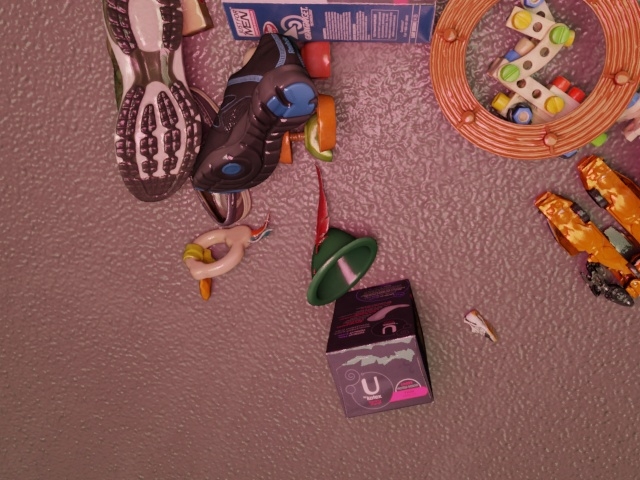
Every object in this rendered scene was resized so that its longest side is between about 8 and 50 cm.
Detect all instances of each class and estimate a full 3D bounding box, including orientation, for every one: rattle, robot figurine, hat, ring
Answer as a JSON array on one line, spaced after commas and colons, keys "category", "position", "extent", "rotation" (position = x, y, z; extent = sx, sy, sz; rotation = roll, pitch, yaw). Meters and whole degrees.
[{"category": "rattle", "position": [-0.172, 0.040, 1.238], "extent": [0.200, 0.130, 0.142], "rotation": [-28, 116, -14]}, {"category": "robot figurine", "position": [0.563, -0.014, 1.134], "extent": [0.211, 0.085, 0.291], "rotation": [-43, 98, 16]}, {"category": "hat", "position": [0.000, 0.000, 1.215], "extent": [0.208, 0.173, 0.183], "rotation": [-46, 63, 2]}, {"category": "ring", "position": [0.348, -0.299, 0.965], "extent": [0.337, 0.032, 0.336], "rotation": [3, 102, 15]}]

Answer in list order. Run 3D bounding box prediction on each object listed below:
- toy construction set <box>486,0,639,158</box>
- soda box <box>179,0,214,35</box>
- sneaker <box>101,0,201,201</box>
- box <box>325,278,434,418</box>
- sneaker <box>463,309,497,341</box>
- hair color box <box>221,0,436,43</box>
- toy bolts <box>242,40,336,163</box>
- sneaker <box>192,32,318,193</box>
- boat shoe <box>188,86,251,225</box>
[{"category": "toy construction set", "position": [0.434, -0.271, 1.044], "extent": [0.328, 0.151, 0.215], "rotation": [36, 107, 6]}, {"category": "soda box", "position": [-0.262, -0.472, 1.091], "extent": [0.062, 0.058, 0.181], "rotation": [-16, 104, 11]}, {"category": "sneaker", "position": [-0.321, -0.279, 1.108], "extent": [0.158, 0.182, 0.409], "rotation": [-5, 102, -24]}, {"category": "box", "position": [0.115, 0.200, 1.150], "extent": [0.166, 0.270, 0.143], "rotation": [-14, 105, 10]}, {"category": "sneaker", "position": [0.337, 0.185, 1.252], "extent": [0.083, 0.032, 0.037], "rotation": [47, 120, -4]}, {"category": "hair color box", "position": [0.019, -0.440, 1.010], "extent": [0.348, 0.105, 0.173], "rotation": [2, 73, 5]}, {"category": "toy bolts", "position": [-0.060, -0.253, 1.067], "extent": [0.159, 0.218, 0.228], "rotation": [-3, 97, -2]}, {"category": "sneaker", "position": [-0.122, -0.202, 1.022], "extent": [0.341, 0.125, 0.139], "rotation": [-40, 56, 41]}, {"category": "boat shoe", "position": [-0.221, -0.161, 1.165], "extent": [0.103, 0.092, 0.285], "rotation": [-16, 104, 13]}]
